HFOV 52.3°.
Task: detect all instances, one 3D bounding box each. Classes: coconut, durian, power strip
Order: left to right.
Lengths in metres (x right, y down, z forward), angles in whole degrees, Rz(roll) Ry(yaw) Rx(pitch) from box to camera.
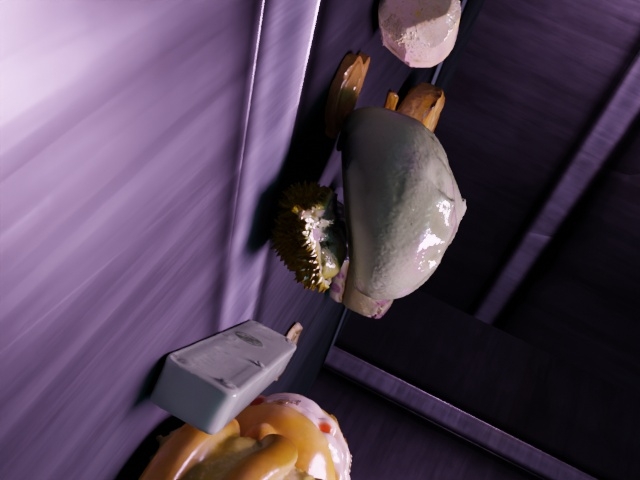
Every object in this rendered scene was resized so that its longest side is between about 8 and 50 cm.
[{"bbox_3d":[-0.110,0.168,0.877,0.062,0.091,0.385,-63,172,3],"label":"power strip"},{"bbox_3d":[-0.021,-0.006,0.852,0.208,0.102,0.147,56,32,-76],"label":"durian"},{"bbox_3d":[0.139,-0.310,0.920,0.116,0.116,0.122,-64,167,-2],"label":"coconut"}]

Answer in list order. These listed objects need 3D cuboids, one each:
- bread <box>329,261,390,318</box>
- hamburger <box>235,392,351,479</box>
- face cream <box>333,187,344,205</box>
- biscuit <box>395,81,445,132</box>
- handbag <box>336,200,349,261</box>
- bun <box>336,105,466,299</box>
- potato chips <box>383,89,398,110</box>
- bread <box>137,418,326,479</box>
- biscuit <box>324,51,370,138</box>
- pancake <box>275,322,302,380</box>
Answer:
[{"bbox_3d":[0.132,0.074,1.761,0.155,0.187,0.338,-58,168,-25],"label":"bread"},{"bbox_3d":[-0.090,0.397,1.117,0.277,0.276,0.237,-64,166,-1],"label":"hamburger"},{"bbox_3d":[0.056,-0.036,1.206,0.117,0.117,0.104,36,71,-81],"label":"face cream"},{"bbox_3d":[0.202,-0.238,1.559,0.296,0.101,0.296,-59,167,-23],"label":"biscuit"},{"bbox_3d":[0.000,0.000,1.069,0.139,0.115,0.072,-33,153,-40],"label":"handbag"},{"bbox_3d":[0.120,-0.056,0.925,0.283,0.179,0.284,-6,90,-89],"label":"bun"},{"bbox_3d":[0.127,-0.229,1.386,0.037,0.026,0.204,-49,164,-50],"label":"potato chips"},{"bbox_3d":[-0.113,0.344,0.849,0.315,0.270,0.212,7,94,-75],"label":"bread"},{"bbox_3d":[0.040,-0.211,0.914,0.118,0.023,0.140,-62,171,-12],"label":"biscuit"},{"bbox_3d":[-0.083,0.265,1.544,0.152,0.025,0.152,-63,173,-14],"label":"pancake"}]
